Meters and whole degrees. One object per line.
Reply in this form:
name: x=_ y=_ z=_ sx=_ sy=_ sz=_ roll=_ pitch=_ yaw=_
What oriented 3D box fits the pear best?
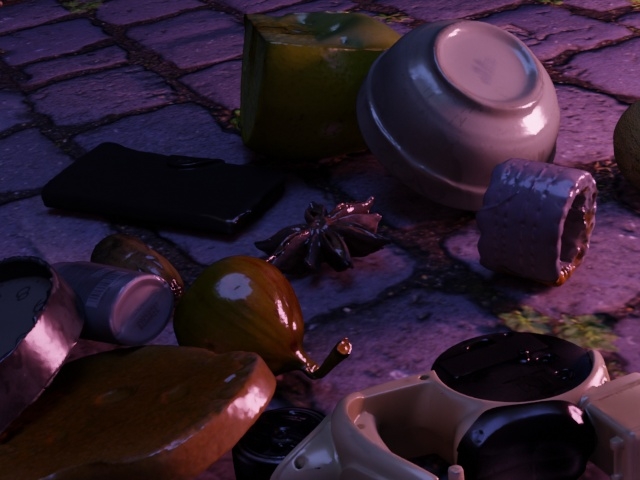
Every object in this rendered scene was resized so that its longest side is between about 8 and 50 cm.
pear: x=0.024 y=-0.256 z=1.723 sx=0.318 sy=0.239 sz=0.342 roll=1 pitch=20 yaw=-10

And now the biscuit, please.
biscuit: x=-0.221 y=0.196 z=1.034 sx=0.343 sy=0.057 sz=0.287 roll=-5 pitch=23 yaw=38

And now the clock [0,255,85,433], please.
clock: x=-0.408 y=0.135 z=1.139 sx=0.312 sy=0.061 sz=0.313 roll=-23 pitch=29 yaw=13

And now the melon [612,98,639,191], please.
melon: x=0.490 y=-0.139 z=1.476 sx=0.139 sy=0.139 sz=0.192 roll=1 pitch=33 yaw=14

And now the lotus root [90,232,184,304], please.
lotus root: x=-0.246 y=0.043 z=1.361 sx=0.179 sy=0.089 sz=0.081 roll=28 pitch=80 yaw=43

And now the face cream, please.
face cream: x=-0.278 y=0.072 z=1.253 sx=0.107 sy=0.073 sz=0.269 roll=-44 pitch=27 yaw=-28

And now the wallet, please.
wallet: x=-0.241 y=-0.084 z=1.632 sx=0.377 sy=0.051 sz=0.197 roll=10 pitch=33 yaw=26

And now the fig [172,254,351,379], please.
fig: x=-0.069 y=0.101 z=1.181 sx=0.186 sy=0.148 sz=0.142 roll=36 pitch=18 yaw=-1

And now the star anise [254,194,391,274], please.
star anise: x=0.000 y=0.000 z=1.411 sx=0.182 sy=0.065 sz=0.195 roll=-12 pitch=32 yaw=0

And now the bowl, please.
bowl: x=0.216 y=-0.203 z=1.499 sx=0.307 sy=0.163 sz=0.307 roll=9 pitch=55 yaw=-13

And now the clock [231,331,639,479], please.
clock: x=0.128 y=0.194 z=0.968 sx=0.379 sy=0.120 sz=0.276 roll=-18 pitch=24 yaw=-22

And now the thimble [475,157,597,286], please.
thimble: x=0.272 y=-0.025 z=1.298 sx=0.117 sy=0.151 sz=0.127 roll=17 pitch=27 yaw=30
